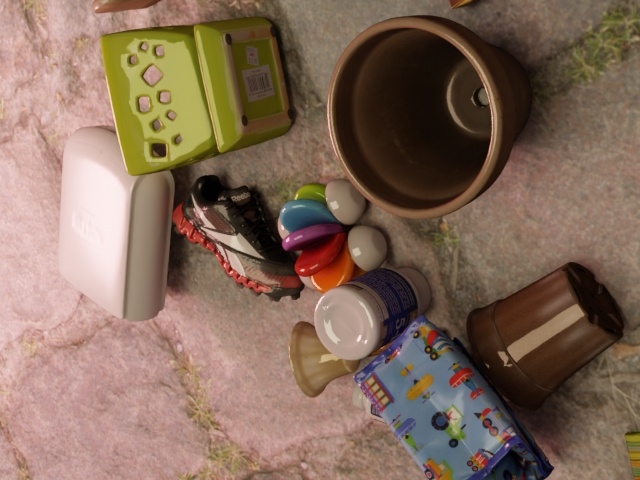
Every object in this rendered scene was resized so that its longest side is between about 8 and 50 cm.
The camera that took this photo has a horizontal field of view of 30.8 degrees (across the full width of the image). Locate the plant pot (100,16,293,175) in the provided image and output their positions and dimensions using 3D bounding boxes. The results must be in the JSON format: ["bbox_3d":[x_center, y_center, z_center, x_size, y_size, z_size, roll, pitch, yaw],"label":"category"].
[{"bbox_3d":[-0.180,-0.236,1.826,0.207,0.228,0.227,-6,100,29],"label":"plant pot"}]

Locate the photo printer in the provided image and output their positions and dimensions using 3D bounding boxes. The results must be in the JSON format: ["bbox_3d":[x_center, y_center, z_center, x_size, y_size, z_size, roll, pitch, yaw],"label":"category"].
[{"bbox_3d":[-0.364,-0.043,2.054,0.256,0.107,0.307,30,120,43],"label":"photo printer"}]

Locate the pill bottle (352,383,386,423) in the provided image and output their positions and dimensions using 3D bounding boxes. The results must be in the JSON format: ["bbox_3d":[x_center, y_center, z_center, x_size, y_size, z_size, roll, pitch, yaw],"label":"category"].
[{"bbox_3d":[0.114,0.260,1.851,0.120,0.067,0.067,16,112,31],"label":"pill bottle"}]

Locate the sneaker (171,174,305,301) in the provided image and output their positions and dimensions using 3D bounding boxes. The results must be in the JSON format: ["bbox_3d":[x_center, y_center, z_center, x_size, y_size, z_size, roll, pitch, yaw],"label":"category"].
[{"bbox_3d":[-0.127,-0.012,1.924,0.276,0.098,0.135,38,124,23],"label":"sneaker"}]

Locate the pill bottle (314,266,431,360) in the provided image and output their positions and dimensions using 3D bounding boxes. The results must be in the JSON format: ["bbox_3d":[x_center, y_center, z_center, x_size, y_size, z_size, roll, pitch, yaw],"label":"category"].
[{"bbox_3d":[0.085,0.102,1.750,0.112,0.187,0.112,11,110,33],"label":"pill bottle"}]

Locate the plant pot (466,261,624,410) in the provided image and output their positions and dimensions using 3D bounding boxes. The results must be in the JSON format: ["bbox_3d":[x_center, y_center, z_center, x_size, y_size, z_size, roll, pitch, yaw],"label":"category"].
[{"bbox_3d":[0.319,0.125,1.615,0.165,0.167,0.167,-38,80,29],"label":"plant pot"}]

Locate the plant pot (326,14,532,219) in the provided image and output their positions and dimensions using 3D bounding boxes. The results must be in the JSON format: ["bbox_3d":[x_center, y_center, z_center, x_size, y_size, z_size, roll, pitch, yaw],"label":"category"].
[{"bbox_3d":[0.177,-0.178,1.577,0.263,0.229,0.263,10,109,33],"label":"plant pot"}]

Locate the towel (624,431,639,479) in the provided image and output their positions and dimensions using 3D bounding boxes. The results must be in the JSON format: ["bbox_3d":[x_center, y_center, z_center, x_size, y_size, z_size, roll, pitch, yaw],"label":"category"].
[{"bbox_3d":[0.501,0.381,1.642,0.102,0.021,0.237,-7,100,42],"label":"towel"}]

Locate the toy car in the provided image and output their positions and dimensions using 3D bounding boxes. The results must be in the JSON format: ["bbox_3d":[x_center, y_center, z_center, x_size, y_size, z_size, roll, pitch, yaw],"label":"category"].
[{"bbox_3d":[0.000,0.000,1.813,0.159,0.136,0.182,-26,88,38],"label":"toy car"}]

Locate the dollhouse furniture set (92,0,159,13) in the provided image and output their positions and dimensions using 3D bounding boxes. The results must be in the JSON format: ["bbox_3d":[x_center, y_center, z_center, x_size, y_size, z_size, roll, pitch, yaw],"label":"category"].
[{"bbox_3d":[-0.290,-0.580,1.777,0.394,0.256,0.362,-16,93,37],"label":"dollhouse furniture set"}]

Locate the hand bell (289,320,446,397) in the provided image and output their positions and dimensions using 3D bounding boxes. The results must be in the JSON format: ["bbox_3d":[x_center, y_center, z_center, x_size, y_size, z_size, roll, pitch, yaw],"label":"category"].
[{"bbox_3d":[0.084,0.169,1.842,0.242,0.126,0.126,-13,96,25],"label":"hand bell"}]

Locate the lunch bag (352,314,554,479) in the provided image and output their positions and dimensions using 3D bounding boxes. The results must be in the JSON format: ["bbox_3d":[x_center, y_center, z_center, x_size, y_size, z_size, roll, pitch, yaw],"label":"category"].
[{"bbox_3d":[0.212,0.249,1.642,0.138,0.293,0.221,-44,63,12],"label":"lunch bag"}]

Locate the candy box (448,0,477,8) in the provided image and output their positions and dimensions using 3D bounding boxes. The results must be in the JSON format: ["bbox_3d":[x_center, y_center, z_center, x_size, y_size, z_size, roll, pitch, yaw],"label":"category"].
[{"bbox_3d":[0.245,-0.399,1.577,0.187,0.053,0.109,-19,92,39],"label":"candy box"}]
